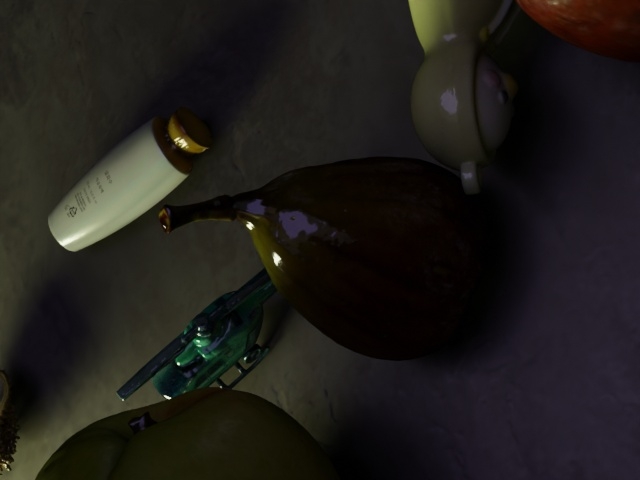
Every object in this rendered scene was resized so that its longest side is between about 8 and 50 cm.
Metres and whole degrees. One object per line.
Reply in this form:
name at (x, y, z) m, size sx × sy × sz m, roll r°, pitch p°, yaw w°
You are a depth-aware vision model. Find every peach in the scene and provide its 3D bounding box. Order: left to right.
peach at (-0.116, 0.283, 1.548) m, size 0.281 × 0.314 × 0.316 m, roll 2°, pitch 113°, yaw 32°

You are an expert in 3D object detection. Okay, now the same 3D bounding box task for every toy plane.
toy plane at (-0.078, 0.069, 1.691) m, size 0.235 × 0.096 × 0.060 m, roll -42°, pitch 63°, yaw 0°

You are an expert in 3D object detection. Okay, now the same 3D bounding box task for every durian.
durian at (-0.326, 0.187, 1.840) m, size 0.110 × 0.071 × 0.140 m, roll -37°, pitch 48°, yaw 16°

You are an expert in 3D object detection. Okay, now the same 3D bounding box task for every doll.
doll at (0.121, -0.182, 1.576) m, size 0.117 × 0.141 × 0.296 m, roll -11°, pitch 75°, yaw 9°

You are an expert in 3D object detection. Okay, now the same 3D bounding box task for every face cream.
face cream at (-0.181, -0.057, 1.802) m, size 0.182 × 0.051 × 0.072 m, roll -37°, pitch 63°, yaw 23°

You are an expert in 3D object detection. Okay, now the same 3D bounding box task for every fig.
fig at (-0.001, 0.000, 1.571) m, size 0.145 × 0.274 × 0.170 m, roll -138°, pitch 63°, yaw -70°

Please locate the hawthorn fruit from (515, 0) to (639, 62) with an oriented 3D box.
hawthorn fruit at (0.272, -0.245, 1.465) m, size 0.271 × 0.242 × 0.242 m, roll 22°, pitch 95°, yaw 3°
